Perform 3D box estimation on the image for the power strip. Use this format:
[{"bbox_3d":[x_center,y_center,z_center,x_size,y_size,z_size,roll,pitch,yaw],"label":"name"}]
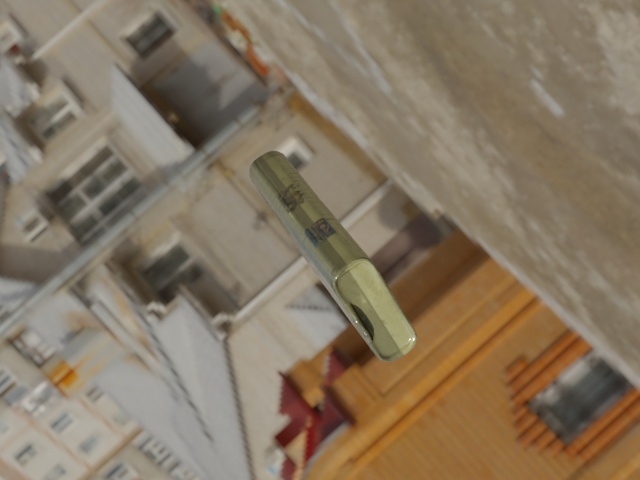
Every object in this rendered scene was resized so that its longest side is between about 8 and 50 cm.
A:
[{"bbox_3d":[0.000,0.000,1.026,0.092,0.034,0.268,57,178,-30],"label":"power strip"}]
